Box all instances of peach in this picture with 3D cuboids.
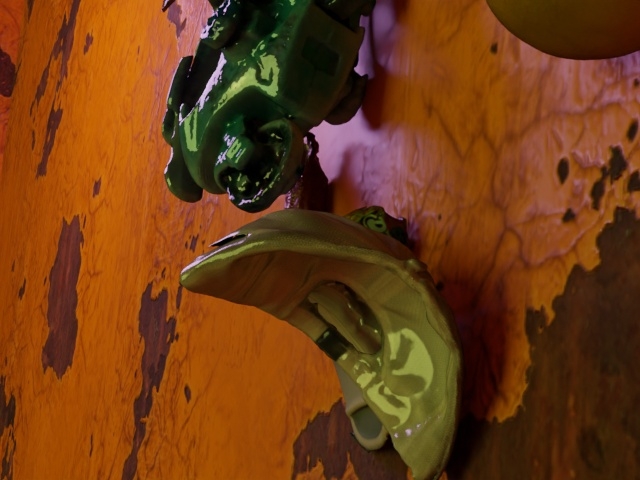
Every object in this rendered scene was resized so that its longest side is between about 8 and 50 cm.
[{"bbox_3d":[0.151,-0.186,0.684,0.179,0.103,0.179,-37,46,53],"label":"peach"}]

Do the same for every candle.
[{"bbox_3d":[-0.020,-0.017,1.072,0.053,0.048,0.162,128,147,-77],"label":"candle"}]

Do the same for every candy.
[{"bbox_3d":[0.000,0.000,0.981,0.201,0.060,0.060,5,85,58],"label":"candy"}]

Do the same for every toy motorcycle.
[{"bbox_3d":[-0.049,-0.145,1.035,0.206,0.154,0.260,6,71,52],"label":"toy motorcycle"}]

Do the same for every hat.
[{"bbox_3d":[0.019,0.051,0.877,0.164,0.219,0.226,-46,7,12],"label":"hat"}]

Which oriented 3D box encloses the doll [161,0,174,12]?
[{"bbox_3d":[-0.138,-0.334,1.416,0.286,0.091,0.203,-26,24,49],"label":"doll"}]
